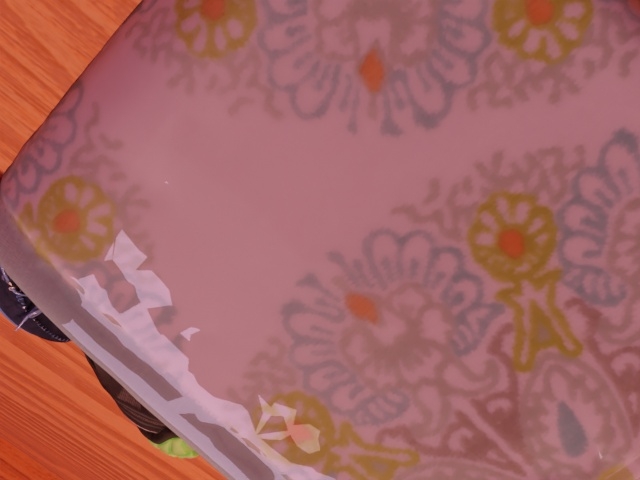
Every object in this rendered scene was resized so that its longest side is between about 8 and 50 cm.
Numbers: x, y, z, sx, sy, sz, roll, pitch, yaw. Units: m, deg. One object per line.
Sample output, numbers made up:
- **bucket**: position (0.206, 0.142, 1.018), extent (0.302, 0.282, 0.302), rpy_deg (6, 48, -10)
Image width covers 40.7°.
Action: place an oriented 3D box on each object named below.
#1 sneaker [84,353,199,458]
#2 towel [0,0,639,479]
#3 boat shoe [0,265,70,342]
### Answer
- **sneaker**: position (-0.098, 0.068, 0.708), extent (0.202, 0.185, 0.483), rpy_deg (42, 145, -12)
- **towel**: position (0.049, 0.003, 0.454), extent (0.374, 0.090, 0.320), rpy_deg (43, 105, -6)
- **boat shoe**: position (-0.359, 0.042, 1.053), extent (0.089, 0.109, 0.258), rpy_deg (6, 143, 32)
